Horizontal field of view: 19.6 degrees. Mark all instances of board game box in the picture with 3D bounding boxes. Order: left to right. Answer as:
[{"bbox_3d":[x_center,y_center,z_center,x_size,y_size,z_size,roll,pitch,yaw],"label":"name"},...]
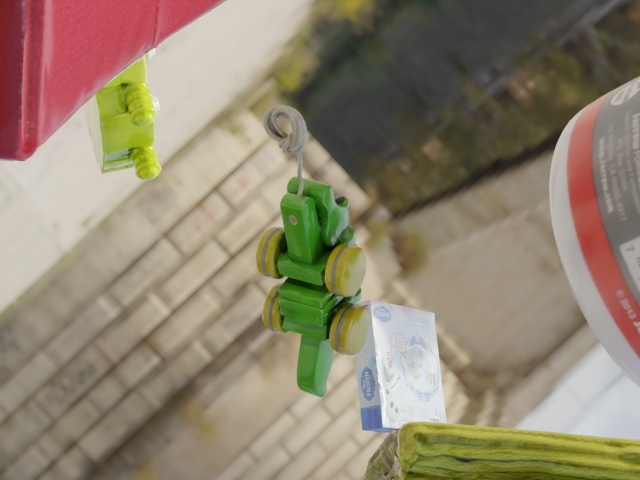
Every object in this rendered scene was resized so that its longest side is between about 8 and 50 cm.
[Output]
[{"bbox_3d":[0.056,0.091,1.306,0.020,0.090,0.090,-13,165,32],"label":"board game box"}]

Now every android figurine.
[{"bbox_3d":[-0.172,-0.169,1.468,0.056,0.273,0.248,-13,141,-12],"label":"android figurine"}]

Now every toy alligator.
[{"bbox_3d":[0.000,0.000,1.019,0.051,0.056,0.190,-43,138,-45],"label":"toy alligator"}]

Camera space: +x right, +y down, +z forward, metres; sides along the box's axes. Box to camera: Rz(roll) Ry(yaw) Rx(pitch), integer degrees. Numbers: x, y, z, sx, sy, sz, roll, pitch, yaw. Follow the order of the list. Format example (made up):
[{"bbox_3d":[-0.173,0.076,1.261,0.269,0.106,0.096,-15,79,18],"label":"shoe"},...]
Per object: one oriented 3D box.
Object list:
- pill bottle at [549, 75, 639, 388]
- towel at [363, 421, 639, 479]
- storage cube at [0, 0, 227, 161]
[{"bbox_3d":[0.323,-0.052,1.011,0.363,0.210,0.210,-28,-169,37],"label":"pill bottle"},{"bbox_3d":[0.066,0.073,0.535,0.237,0.102,0.021,94,1,-81],"label":"towel"},{"bbox_3d":[-0.116,-0.148,0.449,0.184,0.215,0.193,-55,154,-65],"label":"storage cube"}]
